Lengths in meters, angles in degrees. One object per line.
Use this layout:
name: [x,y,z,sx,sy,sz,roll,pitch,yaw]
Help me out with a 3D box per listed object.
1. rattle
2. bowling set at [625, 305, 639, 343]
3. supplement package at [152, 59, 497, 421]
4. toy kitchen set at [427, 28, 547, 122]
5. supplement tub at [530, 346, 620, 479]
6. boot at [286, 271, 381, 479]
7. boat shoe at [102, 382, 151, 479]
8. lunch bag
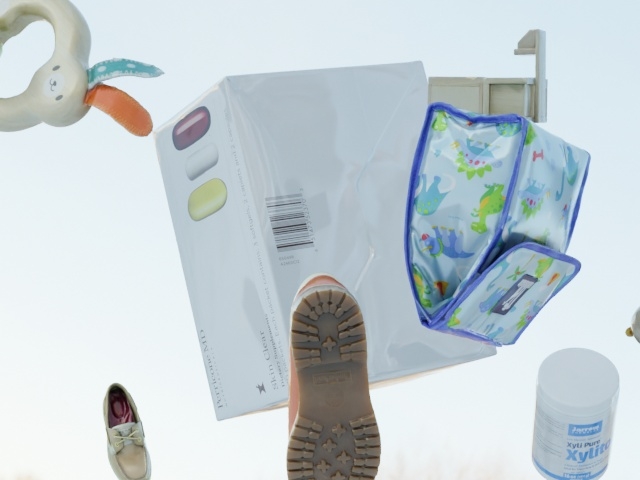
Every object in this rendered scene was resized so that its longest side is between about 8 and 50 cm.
rattle: [-0.234,-0.153,1.196,0.199,0.130,0.143,31,-20,37]
bowling set: [0.355,0.102,1.052,0.154,0.200,0.287,34,-46,-23]
supplement package: [0.000,0.000,1.288,0.204,0.262,0.145,-8,-11,-33]
toy kitchen set: [0.126,-0.121,1.119,0.075,0.068,0.083,2,5,19]
supplement tub: [0.214,0.151,1.285,0.071,0.071,0.107,15,-44,20]
boot: [0.005,0.097,0.970,0.059,0.158,0.084,-1,13,-6]
boat shoe: [-0.234,0.231,1.808,0.050,0.135,0.045,-16,-33,-13]
lunch bag: [0.117,-0.006,1.038,0.096,0.151,0.129,14,-2,32]
